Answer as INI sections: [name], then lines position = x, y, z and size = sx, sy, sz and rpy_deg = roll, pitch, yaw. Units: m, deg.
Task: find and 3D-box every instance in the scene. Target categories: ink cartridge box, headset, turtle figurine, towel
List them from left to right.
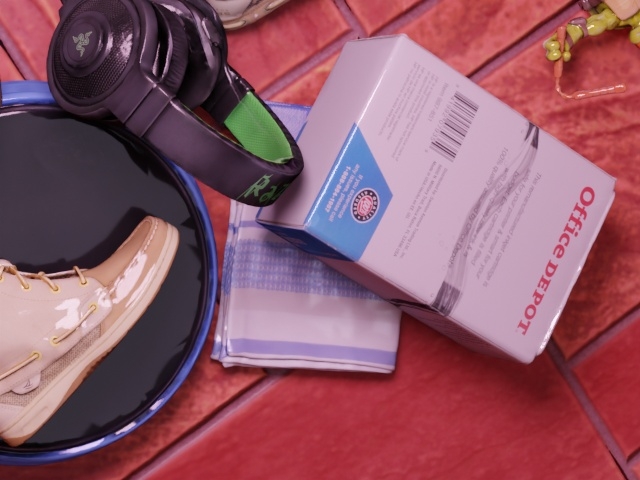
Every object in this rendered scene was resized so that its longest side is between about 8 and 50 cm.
[headset]
position = -0.160, -0.202, 1.728
size = 0.394, 0.243, 0.185
rpy_deg = 42, 105, 7
[towel]
position = 0.000, 0.000, 1.903
size = 0.209, 0.034, 0.285
rpy_deg = 6, 92, -19
[ink cartridge box]
position = 0.124, -0.040, 1.864
size = 0.307, 0.129, 0.223
rpy_deg = 31, 79, -25
[turtle figurine]
position = 0.326, -0.294, 1.957
size = 0.269, 0.087, 0.217
rpy_deg = -34, 96, -4

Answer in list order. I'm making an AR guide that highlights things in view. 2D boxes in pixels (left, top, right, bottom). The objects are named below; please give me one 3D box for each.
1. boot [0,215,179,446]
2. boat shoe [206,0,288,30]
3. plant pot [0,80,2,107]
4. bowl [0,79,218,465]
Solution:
[boot]
position = -0.280, 0.037, 1.705
size = 0.203, 0.095, 0.262
rpy_deg = 42, 86, -15
[boat shoe]
position = -0.002, -0.320, 1.852
size = 0.285, 0.104, 0.089
rpy_deg = -30, 142, -9
[plant pot]
position = -0.426, -0.215, 1.629
size = 0.323, 0.323, 0.280
rpy_deg = -28, 119, -14
[bowl]
position = -0.285, 0.036, 1.790
size = 0.391, 0.077, 0.391
rpy_deg = -2, 95, -18
